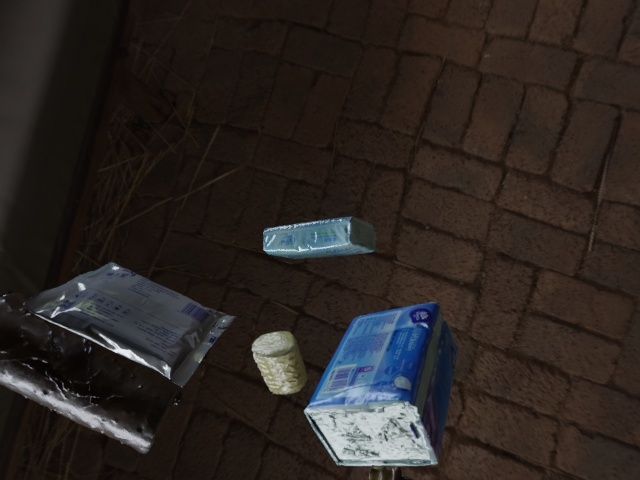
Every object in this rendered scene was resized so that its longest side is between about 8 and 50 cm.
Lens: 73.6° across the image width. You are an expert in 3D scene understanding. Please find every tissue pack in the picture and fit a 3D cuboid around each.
[{"bbox_3d":[-0.210,0.084,0.495,0.193,0.122,0.026,23,119,6],"label":"tissue pack"},{"bbox_3d":[0.000,0.000,1.153,0.263,0.177,0.089,-8,79,28],"label":"tissue pack"},{"bbox_3d":[0.123,0.251,0.772,0.198,0.263,0.146,-18,106,31],"label":"tissue pack"}]

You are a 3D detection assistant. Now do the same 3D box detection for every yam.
[{"bbox_3d":[-0.336,0.185,0.602,0.279,0.131,0.131,28,88,-2],"label":"yam"}]

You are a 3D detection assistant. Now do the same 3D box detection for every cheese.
[{"bbox_3d":[-0.107,0.331,1.160,0.123,0.094,0.167,-7,124,13],"label":"cheese"}]

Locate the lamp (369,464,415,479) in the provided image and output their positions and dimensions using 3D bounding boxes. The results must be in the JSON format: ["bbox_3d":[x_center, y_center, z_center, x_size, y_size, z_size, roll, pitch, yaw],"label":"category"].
[{"bbox_3d":[0.207,0.340,0.460,0.325,0.089,0.090,18,63,6],"label":"lamp"}]
